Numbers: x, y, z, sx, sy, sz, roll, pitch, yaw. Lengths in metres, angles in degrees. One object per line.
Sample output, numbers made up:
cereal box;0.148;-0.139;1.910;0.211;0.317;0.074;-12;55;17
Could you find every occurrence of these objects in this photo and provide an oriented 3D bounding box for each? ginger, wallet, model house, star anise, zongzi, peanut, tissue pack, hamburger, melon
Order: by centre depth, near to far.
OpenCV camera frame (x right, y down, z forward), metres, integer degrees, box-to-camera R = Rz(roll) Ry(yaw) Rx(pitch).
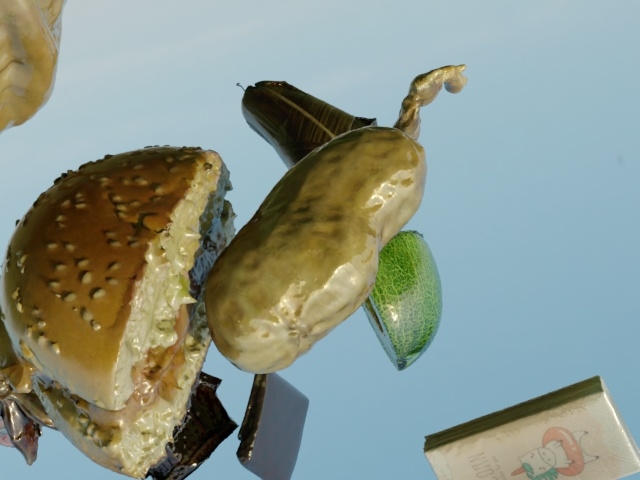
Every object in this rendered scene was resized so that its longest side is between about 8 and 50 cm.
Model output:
hamburger;-0.277;0.052;1.479;0.287;0.268;0.445;4;-136;11
peanut;0.000;0.000;1.497;0.192;0.169;0.387;5;-128;51
star anise;-0.452;0.198;1.717;0.288;0.288;0.088;-16;-161;4
melon;0.133;0.093;1.791;0.129;0.169;0.265;-24;163;-4
ginger;0.152;-0.206;1.872;0.193;0.176;0.052;-43;-112;-9
zongzi;-0.058;-0.152;1.923;0.248;0.111;0.241;26;-135;9
tissue pack;0.350;0.353;1.972;0.325;0.170;0.071;-23;-163;19
model house;-0.240;0.305;1.997;0.141;0.164;0.203;-37;-178;46
wallet;-0.084;0.326;2.052;0.049;0.229;0.182;8;-110;19

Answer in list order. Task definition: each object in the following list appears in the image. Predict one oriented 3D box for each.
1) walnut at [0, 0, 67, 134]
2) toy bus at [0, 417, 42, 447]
walnut;-0.455;-0.284;1.386;0.381;0.381;0.381;-15;-157;6
toy bus;-0.524;0.207;2.007;0.294;0.232;0.197;-21;-125;23
